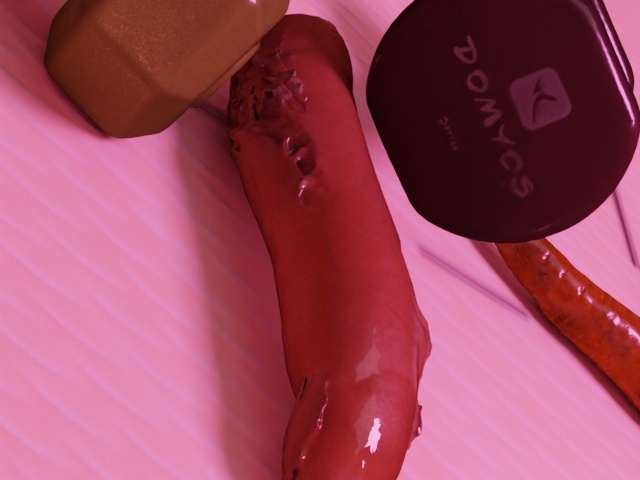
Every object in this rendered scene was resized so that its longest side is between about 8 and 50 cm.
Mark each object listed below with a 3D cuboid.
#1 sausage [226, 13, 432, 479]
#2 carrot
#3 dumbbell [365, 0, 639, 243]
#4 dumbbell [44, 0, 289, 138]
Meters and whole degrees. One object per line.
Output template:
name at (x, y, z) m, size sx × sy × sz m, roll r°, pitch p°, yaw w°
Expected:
sausage at (0.000, 0.001, 0.809) m, size 0.078 × 0.078 × 0.304 m, roll 27°, pitch 35°, yaw -35°
carrot at (0.164, 0.050, 1.012) m, size 0.191 × 0.047 × 0.047 m, roll 42°, pitch 29°, yaw -5°
dumbbell at (0.104, -0.083, 0.941) m, size 0.140 × 0.124 × 0.225 m, roll 65°, pitch 13°, yaw -7°
dumbbell at (-0.146, -0.183, 0.787) m, size 0.302 × 0.108 × 0.121 m, roll 47°, pitch 29°, yaw -5°
